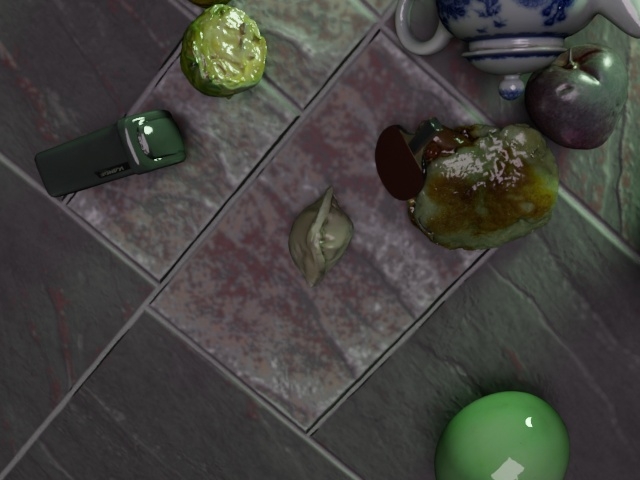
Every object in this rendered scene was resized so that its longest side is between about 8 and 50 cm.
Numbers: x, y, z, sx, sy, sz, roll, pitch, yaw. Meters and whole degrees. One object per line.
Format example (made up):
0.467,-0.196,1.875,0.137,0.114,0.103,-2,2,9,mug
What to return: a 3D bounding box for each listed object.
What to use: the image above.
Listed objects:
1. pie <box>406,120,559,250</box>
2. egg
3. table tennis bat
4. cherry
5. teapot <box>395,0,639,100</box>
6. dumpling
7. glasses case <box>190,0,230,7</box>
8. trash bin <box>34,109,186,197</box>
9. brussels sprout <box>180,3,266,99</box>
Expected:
0.288,-0.092,1.088,0.275,0.105,0.257,3,118,8,pie
0.342,0.409,1.132,0.220,0.220,0.269,42,93,-5,egg
0.150,-0.148,1.033,0.019,0.220,0.130,-22,79,-23,table tennis bat
0.434,-0.243,1.008,0.176,0.140,0.176,-11,118,-22,cherry
0.304,-0.362,0.933,0.424,0.252,0.279,10,108,36,teapot
0.000,0.000,1.111,0.119,0.136,0.198,5,114,-3,dumpling
-0.125,-0.562,0.980,0.371,0.141,0.173,-42,96,12,glasses case
-0.365,-0.158,1.082,0.237,0.176,0.101,-15,102,11,trash bin
-0.177,-0.326,1.055,0.151,0.122,0.149,-44,112,-14,brussels sprout
